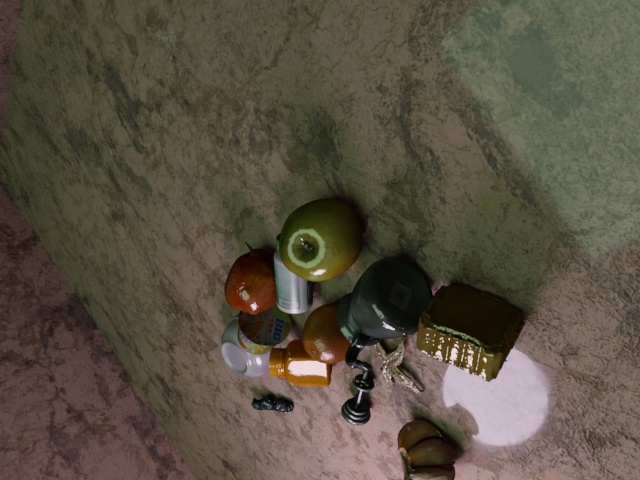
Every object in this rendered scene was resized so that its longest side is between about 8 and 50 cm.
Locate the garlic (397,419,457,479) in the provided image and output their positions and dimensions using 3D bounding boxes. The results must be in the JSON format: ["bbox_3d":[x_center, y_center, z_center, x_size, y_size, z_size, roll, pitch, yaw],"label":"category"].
[{"bbox_3d":[0.346,0.718,1.558,0.191,0.214,0.160,-9,133,-1],"label":"garlic"}]

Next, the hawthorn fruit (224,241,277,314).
[{"bbox_3d":[-0.241,0.130,1.721,0.210,0.210,0.262,13,107,36],"label":"hawthorn fruit"}]

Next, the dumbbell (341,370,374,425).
[{"bbox_3d":[0.143,0.548,1.685,0.110,0.110,0.254,26,120,29],"label":"dumbbell"}]

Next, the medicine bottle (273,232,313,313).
[{"bbox_3d":[-0.092,0.105,1.624,0.133,0.133,0.274,19,124,32],"label":"medicine bottle"}]

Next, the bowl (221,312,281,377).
[{"bbox_3d":[-0.311,0.459,1.994,0.287,0.144,0.287,19,123,32],"label":"bowl"}]

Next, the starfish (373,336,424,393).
[{"bbox_3d":[0.240,0.393,1.550,0.138,0.050,0.247,-8,109,41],"label":"starfish"}]

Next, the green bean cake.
[{"bbox_3d":[0.383,0.230,1.219,0.229,0.224,0.131,21,124,27],"label":"green bean cake"}]

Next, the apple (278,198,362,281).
[{"bbox_3d":[0.000,0.000,1.420,0.261,0.194,0.261,4,103,18],"label":"apple"}]

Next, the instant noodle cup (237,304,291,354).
[{"bbox_3d":[-0.231,0.341,1.839,0.205,0.205,0.153,47,144,12],"label":"instant noodle cup"}]

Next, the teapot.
[{"bbox_3d":[0.173,0.235,1.383,0.285,0.223,0.305,-46,44,52],"label":"teapot"}]

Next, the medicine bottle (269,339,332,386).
[{"bbox_3d":[-0.070,0.447,1.738,0.222,0.112,0.149,0,118,6],"label":"medicine bottle"}]

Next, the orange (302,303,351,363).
[{"bbox_3d":[0.036,0.311,1.576,0.206,0.206,0.206,20,124,32],"label":"orange"}]

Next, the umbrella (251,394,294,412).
[{"bbox_3d":[-0.210,0.725,2.104,0.224,0.080,0.071,-9,71,40],"label":"umbrella"}]
